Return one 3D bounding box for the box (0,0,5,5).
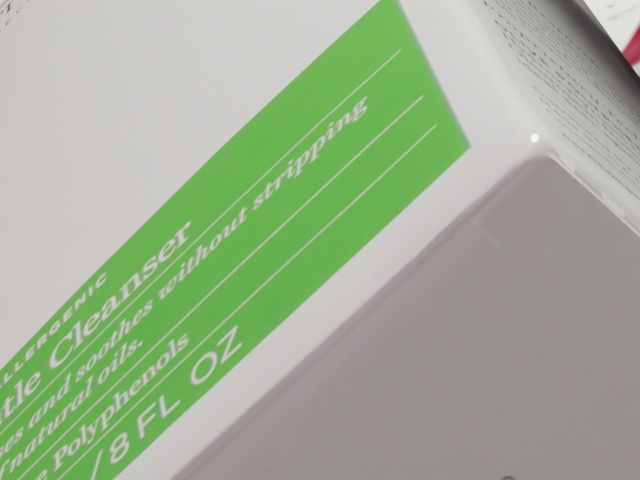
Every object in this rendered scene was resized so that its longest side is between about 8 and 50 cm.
[{"bbox_3d":[-0.113,-0.134,0.824,0.103,0.203,0.114,-41,-18,14],"label":"box"}]

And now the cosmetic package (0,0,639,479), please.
[{"bbox_3d":[0.000,0.000,0.538,0.197,0.155,0.365,-44,27,13],"label":"cosmetic package"}]
